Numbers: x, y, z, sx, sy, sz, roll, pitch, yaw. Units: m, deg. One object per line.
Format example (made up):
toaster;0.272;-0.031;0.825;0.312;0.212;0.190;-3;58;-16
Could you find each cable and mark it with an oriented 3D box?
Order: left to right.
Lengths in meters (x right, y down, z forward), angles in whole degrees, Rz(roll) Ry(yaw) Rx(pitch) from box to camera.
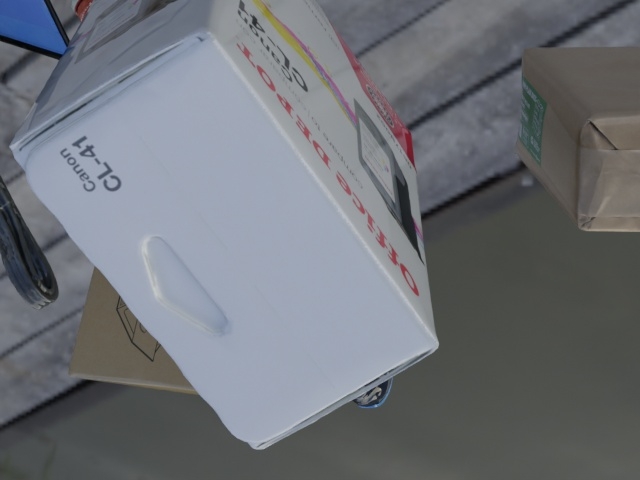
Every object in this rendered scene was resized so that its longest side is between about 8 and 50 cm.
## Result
cable;-0.387;-0.053;1.524;0.072;0.139;0.287;-23;109;6

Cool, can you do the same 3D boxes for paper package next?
paper package;0.446;-0.143;1.826;0.310;0.325;0.168;0;114;-8

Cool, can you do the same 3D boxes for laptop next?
laptop;-0.412;-0.255;1.364;0.234;0.264;0.136;20;112;30

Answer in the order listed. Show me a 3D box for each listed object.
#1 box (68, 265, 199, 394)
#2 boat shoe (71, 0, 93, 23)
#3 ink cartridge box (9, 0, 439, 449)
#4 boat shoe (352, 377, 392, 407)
box;-0.139;0.065;1.312;0.201;0.164;0.021;5;162;25
boat shoe;-0.178;-0.222;1.324;0.137;0.043;0.049;-10;139;-47
ink cartridge box;-0.044;-0.057;0.824;0.131;0.306;0.226;-32;113;13
boat shoe;0.073;0.110;1.963;0.109;0.258;0.089;-10;167;16
